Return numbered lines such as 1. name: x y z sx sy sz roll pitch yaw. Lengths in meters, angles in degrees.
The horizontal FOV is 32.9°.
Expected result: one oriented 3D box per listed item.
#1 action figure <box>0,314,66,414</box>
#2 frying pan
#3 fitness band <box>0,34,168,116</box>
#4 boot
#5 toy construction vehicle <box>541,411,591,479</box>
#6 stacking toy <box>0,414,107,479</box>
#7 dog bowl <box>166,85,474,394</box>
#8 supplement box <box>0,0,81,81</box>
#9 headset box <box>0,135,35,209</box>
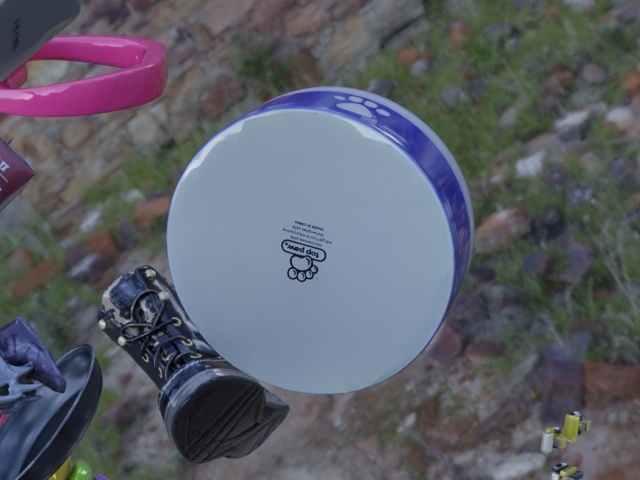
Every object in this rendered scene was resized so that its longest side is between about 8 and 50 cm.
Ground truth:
1. action figure: -0.350 0.149 0.836 0.285 0.099 0.185 -27 -10 -34
2. frying pan: -0.290 0.224 1.092 0.197 0.053 0.326 -44 22 14
3. fitness band: -0.288 -0.200 1.298 0.209 0.054 0.291 -1 20 -5
4. boot: -0.199 0.161 1.496 0.138 0.284 0.377 -47 -18 1
5. toy construction vehicle: 0.287 0.247 1.253 0.035 0.086 0.098 9 4 34
6. stacking toy: -0.312 0.319 1.300 0.175 0.302 0.166 -60 12 19
7. dog bowl: 0.000 0.000 0.973 0.265 0.265 0.104 -29 6 22
8. supplement box: -0.240 -0.187 0.574 0.114 0.220 0.111 -47 3 -20
9. headset box: -0.526 -0.034 1.481 0.293 0.110 0.218 -47 12 -22
